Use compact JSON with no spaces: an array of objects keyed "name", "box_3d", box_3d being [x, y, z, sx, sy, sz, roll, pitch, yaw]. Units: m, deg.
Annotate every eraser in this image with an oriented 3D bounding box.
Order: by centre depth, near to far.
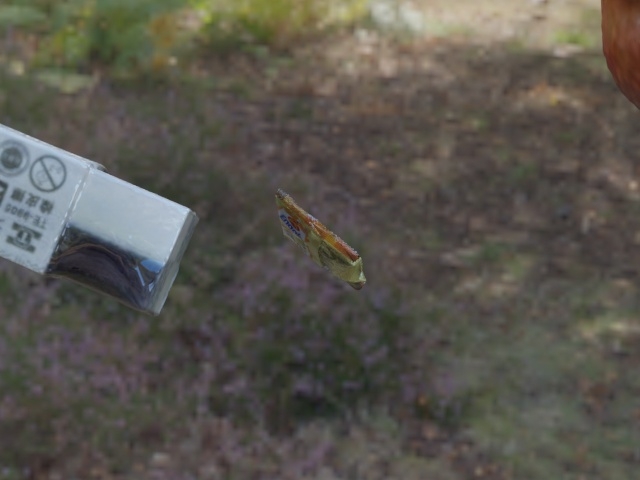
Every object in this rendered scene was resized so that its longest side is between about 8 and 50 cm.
[{"name":"eraser","box_3d":[-0.300,-0.061,1.392,0.404,0.098,0.096,23,-3,2]}]

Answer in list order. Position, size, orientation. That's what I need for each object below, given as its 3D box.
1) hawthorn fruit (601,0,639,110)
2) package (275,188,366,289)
[{"name":"hawthorn fruit","box_3d":[0.329,-0.174,1.027,0.330,0.287,0.287,-16,22,-36]},{"name":"package","box_3d":[0.000,0.000,1.772,0.108,0.031,0.121,39,-8,12]}]
